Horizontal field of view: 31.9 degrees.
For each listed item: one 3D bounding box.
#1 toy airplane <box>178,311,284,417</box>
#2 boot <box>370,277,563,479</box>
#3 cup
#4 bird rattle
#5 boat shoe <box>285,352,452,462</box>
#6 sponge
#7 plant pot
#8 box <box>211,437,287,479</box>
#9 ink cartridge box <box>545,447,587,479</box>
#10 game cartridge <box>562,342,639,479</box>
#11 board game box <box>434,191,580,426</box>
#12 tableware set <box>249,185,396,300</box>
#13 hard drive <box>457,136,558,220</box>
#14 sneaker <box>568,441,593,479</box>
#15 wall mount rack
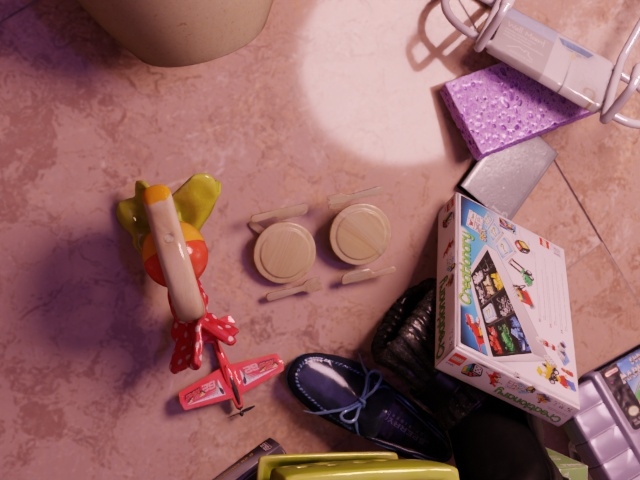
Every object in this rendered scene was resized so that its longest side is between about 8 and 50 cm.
[{"bbox_3d":[-0.131,0.166,1.499,0.151,0.028,0.151,0,90,-19],"label":"toy airplane"},{"bbox_3d":[0.181,0.218,1.456,0.131,0.348,0.260,-35,106,14],"label":"boot"},{"bbox_3d":[-0.174,-0.352,1.353,0.331,0.331,0.237,-25,123,-15],"label":"cup"},{"bbox_3d":[-0.184,0.034,1.389,0.143,0.207,0.253,-8,75,-2],"label":"bird rattle"},{"bbox_3d":[0.078,0.224,1.531,0.258,0.089,0.109,25,84,-16],"label":"boat shoe"},{"bbox_3d":[0.288,-0.203,1.600,0.210,0.031,0.117,-22,79,-16],"label":"sponge"},{"bbox_3d":[0.030,0.378,1.400,0.228,0.207,0.227,1,91,-19],"label":"plant pot"},{"bbox_3d":[-0.071,0.413,1.507,0.183,0.056,0.231,-36,101,-13],"label":"box"},{"bbox_3d":[0.318,0.355,1.544,0.062,0.209,0.109,1,91,-16],"label":"ink cartridge box"},{"bbox_3d":[0.530,0.249,1.632,0.355,0.068,0.230,-24,82,-23],"label":"game cartridge"},{"bbox_3d":[0.248,0.084,1.500,0.193,0.053,0.305,27,39,-15],"label":"board game box"},{"bbox_3d":[0.000,0.000,1.532,0.194,0.039,0.128,-13,106,-11],"label":"tableware set"},{"bbox_3d":[0.271,-0.102,1.619,0.094,0.022,0.135,39,80,-14],"label":"hard drive"},{"bbox_3d":[0.404,0.294,1.652,0.061,0.053,0.152,15,87,-14],"label":"sneaker"},{"bbox_3d":[0.358,-0.320,1.570,0.350,0.130,0.304,29,47,-2],"label":"wall mount rack"}]
